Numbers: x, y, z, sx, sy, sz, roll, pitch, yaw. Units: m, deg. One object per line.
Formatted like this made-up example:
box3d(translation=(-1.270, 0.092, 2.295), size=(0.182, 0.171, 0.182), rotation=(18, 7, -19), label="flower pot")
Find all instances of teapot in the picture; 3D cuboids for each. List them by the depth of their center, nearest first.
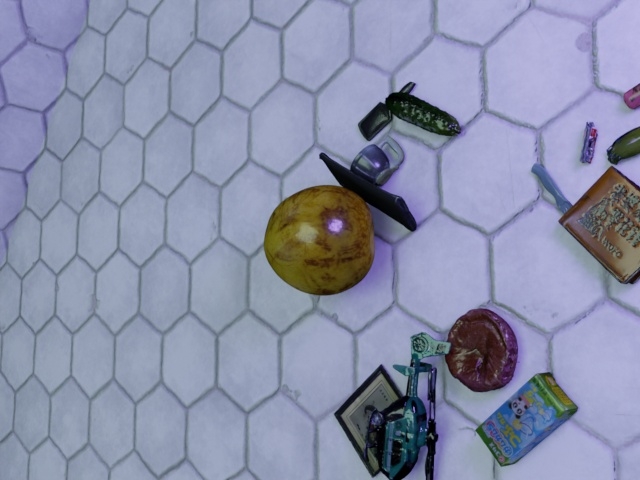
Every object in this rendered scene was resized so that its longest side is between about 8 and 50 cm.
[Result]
box3d(translation=(0.141, -0.188, 1.902), size=(0.091, 0.092, 0.124), rotation=(43, 118, 21), label="teapot")

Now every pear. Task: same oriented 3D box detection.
box3d(translation=(0.000, 0.000, 1.875), size=(0.281, 0.281, 0.280), rotation=(-7, 79, 40), label="pear")

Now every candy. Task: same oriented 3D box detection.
box3d(translation=(0.419, 0.366, 1.591), size=(0.194, 0.062, 0.097), rotation=(-51, 55, 25), label="candy")

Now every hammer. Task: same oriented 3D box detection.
box3d(translation=(0.632, -0.291, 1.519), size=(0.083, 0.043, 0.043), rotation=(-36, 61, 33), label="hammer")

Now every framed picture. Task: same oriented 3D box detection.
box3d(translation=(0.137, 0.430, 1.861), size=(0.199, 0.010, 0.195), rotation=(-50, 55, 24), label="framed picture")

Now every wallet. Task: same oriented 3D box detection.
box3d(translation=(0.581, -0.032, 1.511), size=(0.161, 0.042, 0.195), rotation=(-50, 58, 19), label="wallet")
box3d(translation=(0.114, -0.118, 1.882), size=(0.030, 0.146, 0.285), rotation=(-47, 52, -8), label="wallet")

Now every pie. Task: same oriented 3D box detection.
box3d(translation=(0.345, 0.237, 1.680), size=(0.182, 0.050, 0.182), rotation=(-8, 78, 45), label="pie")

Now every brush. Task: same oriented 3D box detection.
box3d(translation=(0.167, -0.330, 1.945), size=(0.193, 0.016, 0.063), rotation=(-43, 65, 28), label="brush")

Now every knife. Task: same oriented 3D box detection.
box3d(translation=(0.501, -0.080, 1.618), size=(0.028, 0.015, 0.210), rotation=(-40, 60, 22), label="knife")

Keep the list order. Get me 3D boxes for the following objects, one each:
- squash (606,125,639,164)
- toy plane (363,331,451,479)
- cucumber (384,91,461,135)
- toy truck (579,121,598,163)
box3d(translation=(0.633, -0.202, 1.500), size=(0.183, 0.052, 0.052), rotation=(-27, 66, 39), label="squash")
box3d(translation=(0.199, 0.391, 1.743), size=(0.155, 0.106, 0.381), rotation=(8, 91, 31), label="toy plane")
box3d(translation=(0.244, -0.297, 1.845), size=(0.227, 0.069, 0.069), rotation=(32, 105, 34), label="cucumber")
box3d(translation=(0.545, -0.199, 1.586), size=(0.024, 0.032, 0.083), rotation=(13, 91, 46), label="toy truck")
